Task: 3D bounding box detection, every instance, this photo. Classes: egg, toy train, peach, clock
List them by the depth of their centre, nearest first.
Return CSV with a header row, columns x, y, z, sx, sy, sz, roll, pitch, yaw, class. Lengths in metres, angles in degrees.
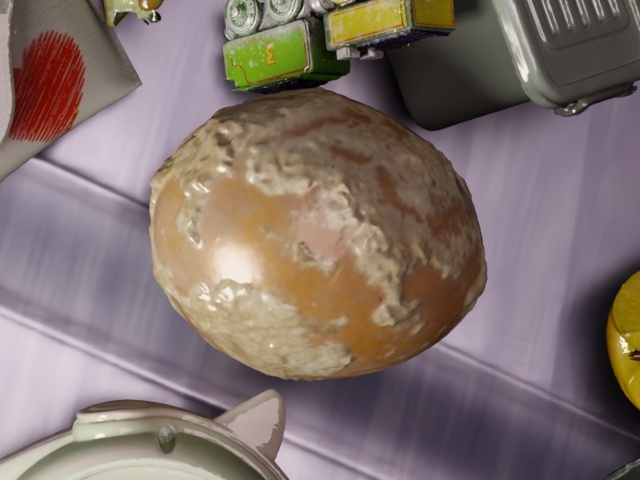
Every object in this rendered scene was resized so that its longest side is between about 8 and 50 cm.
x,y,z,sx,sy,sz,roll,pitch,yaw,class
-0.127,0.243,1.085,0.324,0.108,0.265,-35,95,-5,clock
0.000,0.000,1.111,0.245,0.203,0.203,15,82,-24,egg
0.009,-0.152,1.130,0.060,0.202,0.081,-3,86,-46,toy train
0.287,0.071,1.225,0.151,0.118,0.151,0,89,13,peach

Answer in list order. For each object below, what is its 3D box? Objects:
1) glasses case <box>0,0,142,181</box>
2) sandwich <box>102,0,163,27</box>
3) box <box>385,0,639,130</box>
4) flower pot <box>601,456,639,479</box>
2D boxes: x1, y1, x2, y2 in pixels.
x,y,z,sx,sy,sz,roll,pitch,yaw,class
-0.262,-0.076,1.104,0.308,0.083,0.128,-41,96,-13,glasses case
-0.103,-0.273,1.128,0.128,0.122,0.236,36,72,-8,sandwich
0.121,-0.196,1.165,0.163,0.135,0.243,-23,92,-45,box
0.273,0.236,1.167,0.243,0.189,0.157,-30,92,-14,flower pot
